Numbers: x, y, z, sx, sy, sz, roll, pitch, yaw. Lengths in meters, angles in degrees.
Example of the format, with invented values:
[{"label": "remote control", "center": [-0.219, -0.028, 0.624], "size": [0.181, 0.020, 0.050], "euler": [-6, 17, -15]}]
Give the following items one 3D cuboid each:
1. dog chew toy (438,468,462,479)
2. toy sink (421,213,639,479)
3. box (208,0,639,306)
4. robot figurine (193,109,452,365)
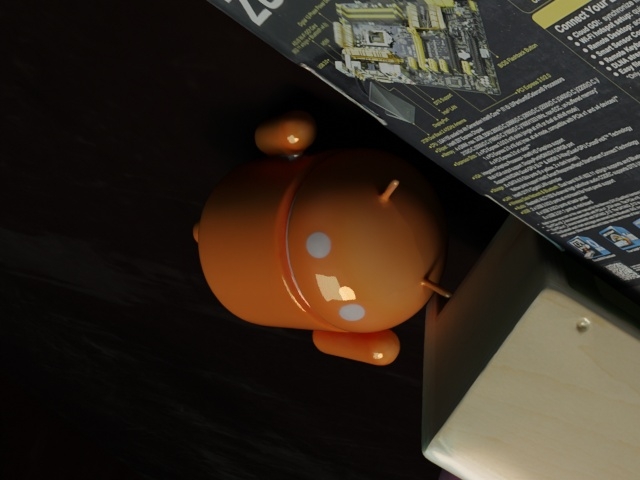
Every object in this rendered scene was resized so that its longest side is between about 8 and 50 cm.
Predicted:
[{"label": "dog chew toy", "center": [0.228, 0.198, 0.961], "size": [0.206, 0.207, 0.332], "euler": [32, 151, -10]}, {"label": "toy sink", "center": [0.161, 0.066, 0.761], "size": [0.152, 0.131, 0.234], "euler": [31, -161, -4]}, {"label": "box", "center": [0.149, -0.107, 0.474], "size": [0.318, 0.097, 0.395], "euler": [31, 159, -13]}, {"label": "robot figurine", "center": [-0.001, -0.002, 0.864], "size": [0.128, 0.158, 0.219], "euler": [16, 170, -36]}]
